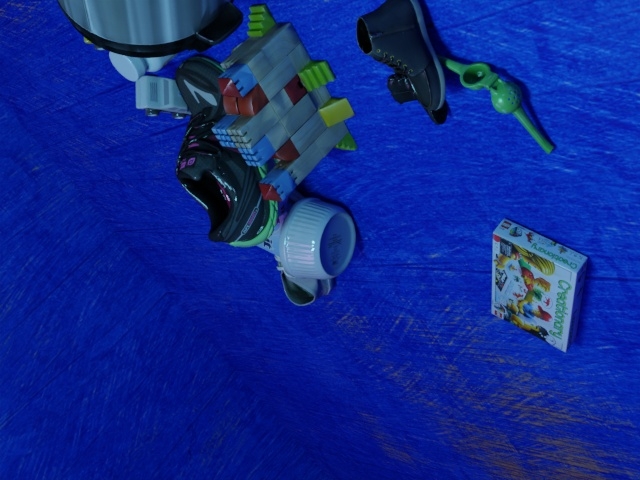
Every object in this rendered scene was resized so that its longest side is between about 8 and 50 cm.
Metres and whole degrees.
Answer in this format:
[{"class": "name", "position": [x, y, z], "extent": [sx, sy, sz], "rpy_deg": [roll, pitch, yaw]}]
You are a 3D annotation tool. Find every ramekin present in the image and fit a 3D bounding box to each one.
[{"class": "ramekin", "position": [0.000, 0.000, 2.398], "extent": [0.109, 0.207, 0.207], "rpy_deg": [11, 142, 33]}]

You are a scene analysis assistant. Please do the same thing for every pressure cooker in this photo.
[{"class": "pressure cooker", "position": [-0.330, -0.548, 1.765], "extent": [0.375, 0.370, 0.420], "rpy_deg": [-4, 156, -7]}]

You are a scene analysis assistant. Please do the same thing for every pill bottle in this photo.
[{"class": "pill bottle", "position": [-0.375, -0.457, 2.188], "extent": [0.117, 0.208, 0.118], "rpy_deg": [33, 154, 19]}]

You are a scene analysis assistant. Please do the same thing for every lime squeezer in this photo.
[{"class": "lime squeezer", "position": [0.300, -0.271, 1.714], "extent": [0.310, 0.059, 0.110], "rpy_deg": [38, -173, 8]}]

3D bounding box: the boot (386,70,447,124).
[{"class": "boot", "position": [0.184, -0.277, 1.861], "extent": [0.099, 0.045, 0.121], "rpy_deg": [3, 128, 51]}]

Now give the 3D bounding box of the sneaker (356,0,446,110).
[{"class": "sneaker", "position": [0.139, -0.319, 1.722], "extent": [0.083, 0.118, 0.222], "rpy_deg": [20, 136, 62]}]

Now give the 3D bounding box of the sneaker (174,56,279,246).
[{"class": "sneaker", "position": [-0.249, -0.215, 2.278], "extent": [0.185, 0.202, 0.483], "rpy_deg": [-32, 75, 52]}]

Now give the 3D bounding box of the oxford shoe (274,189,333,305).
[{"class": "oxford shoe", "position": [-0.066, 0.024, 2.613], "extent": [0.169, 0.130, 0.449], "rpy_deg": [30, 151, 33]}]

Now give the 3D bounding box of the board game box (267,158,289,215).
[{"class": "board game box", "position": [-0.135, -0.183, 2.377], "extent": [0.160, 0.039, 0.212], "rpy_deg": [33, 129, 23]}]

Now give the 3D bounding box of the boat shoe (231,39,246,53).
[{"class": "boat shoe", "position": [-0.137, -0.377, 2.164], "extent": [0.048, 0.056, 0.153], "rpy_deg": [-25, 108, 31]}]

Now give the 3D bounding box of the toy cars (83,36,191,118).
[{"class": "toy cars", "position": [-0.412, -0.426, 2.321], "extent": [0.087, 0.176, 0.394], "rpy_deg": [-2, 139, 36]}]

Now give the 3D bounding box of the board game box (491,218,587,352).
[{"class": "board game box", "position": [0.460, 0.099, 2.054], "extent": [0.193, 0.053, 0.305], "rpy_deg": [28, 152, 27]}]

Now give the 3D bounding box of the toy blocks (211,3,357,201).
[{"class": "toy blocks", "position": [-0.107, -0.266, 2.045], "extent": [0.190, 0.261, 0.381], "rpy_deg": [12, 141, 48]}]

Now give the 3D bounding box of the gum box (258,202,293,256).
[{"class": "gum box", "position": [-0.123, -0.041, 2.500], "extent": [0.184, 0.041, 0.157], "rpy_deg": [26, 132, 27]}]
